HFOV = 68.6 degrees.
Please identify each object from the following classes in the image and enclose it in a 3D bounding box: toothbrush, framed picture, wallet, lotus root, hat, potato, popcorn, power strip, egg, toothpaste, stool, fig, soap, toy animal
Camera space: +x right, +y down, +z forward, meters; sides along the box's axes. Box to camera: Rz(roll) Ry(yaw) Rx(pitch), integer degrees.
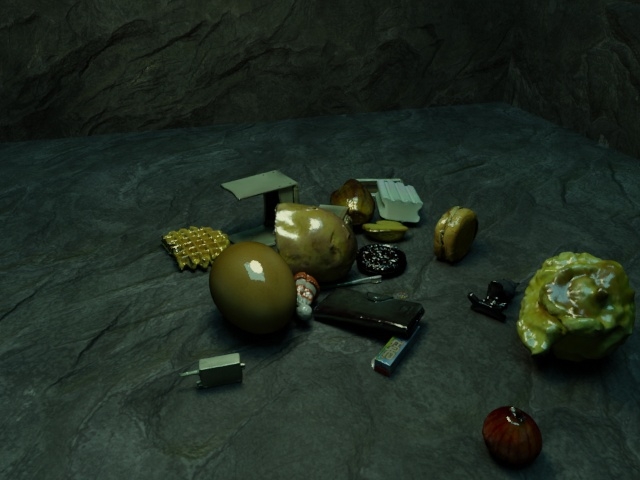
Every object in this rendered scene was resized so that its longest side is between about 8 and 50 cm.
[{"bbox_3d":[0.090,0.150,1.630,0.256,0.024,0.018,-7,11,-9],"label":"toothbrush"},{"bbox_3d":[0.295,-0.266,2.333,0.251,0.014,0.197,0,31,1],"label":"framed picture"},{"bbox_3d":[0.152,0.214,1.456,0.317,0.045,0.172,7,26,31],"label":"wallet"},{"bbox_3d":[0.141,-0.148,1.998,0.192,0.193,0.291,-2,22,-2],"label":"lotus root"},{"bbox_3d":[-0.055,0.187,1.480,0.093,0.112,0.162,-1,31,9],"label":"hat"},{"bbox_3d":[0.000,0.000,1.615,0.237,0.289,0.301,-11,44,16],"label":"potato"},{"bbox_3d":[0.714,0.195,1.312,0.278,0.274,0.336,24,68,-18],"label":"popcorn"},{"bbox_3d":[-0.287,0.349,1.249,0.175,0.075,0.042,-6,33,-11],"label":"power strip"},{"bbox_3d":[-0.201,0.142,1.424,0.250,0.250,0.322,-19,41,-27],"label":"egg"},{"bbox_3d":[0.213,0.302,1.347,0.070,0.044,0.193,19,36,30],"label":"toothpaste"},{"bbox_3d":[-0.233,-0.116,1.865,0.269,0.244,0.170,-20,36,-30],"label":"stool"},{"bbox_3d":[0.424,0.426,1.060,0.128,0.151,0.128,-28,5,3],"label":"fig"},{"bbox_3d":[0.338,-0.177,2.074,0.172,0.095,0.290,7,23,-2],"label":"soap"},{"bbox_3d":[0.574,0.153,1.525,0.121,0.117,0.210,15,36,36],"label":"toy animal"}]

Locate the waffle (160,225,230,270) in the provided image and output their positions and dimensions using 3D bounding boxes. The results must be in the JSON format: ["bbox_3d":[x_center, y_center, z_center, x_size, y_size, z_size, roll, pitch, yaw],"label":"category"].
[{"bbox_3d":[-0.492,0.022,1.816,0.309,0.065,0.283,5,31,12],"label":"waffle"}]

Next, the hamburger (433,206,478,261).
[{"bbox_3d":[0.503,-0.029,1.753,0.108,0.214,0.213,25,39,38],"label":"hamburger"}]

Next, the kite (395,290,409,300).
[{"bbox_3d":[0.265,0.190,1.576,0.044,0.002,0.078,24,38,35],"label":"kite"}]

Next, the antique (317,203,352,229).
[{"bbox_3d":[0.047,-0.042,1.828,0.147,0.152,0.147,4,29,14],"label":"antique"}]

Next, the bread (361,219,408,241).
[{"bbox_3d":[0.258,-0.041,1.914,0.187,0.066,0.149,-2,21,-6],"label":"bread"}]

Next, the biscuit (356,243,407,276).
[{"bbox_3d":[0.223,0.069,1.730,0.194,0.053,0.195,-1,30,0],"label":"biscuit"}]
